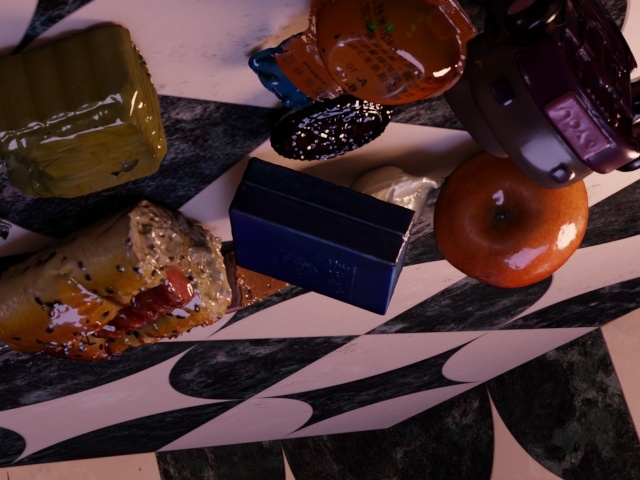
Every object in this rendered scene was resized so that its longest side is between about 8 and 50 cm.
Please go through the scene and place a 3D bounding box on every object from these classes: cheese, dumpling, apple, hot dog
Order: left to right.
[{"bbox_3d":[-0.378,0.094,2.175,0.365,0.196,0.367,-18,159,19],"label":"hot dog"},{"bbox_3d":[0.048,-0.241,1.624,0.329,0.129,0.217,-15,129,42],"label":"cheese"},{"bbox_3d":[0.135,-0.067,2.214,0.179,0.131,0.252,-32,162,17],"label":"dumpling"},{"bbox_3d":[0.329,-0.046,2.229,0.272,0.251,0.206,-7,167,15],"label":"apple"}]

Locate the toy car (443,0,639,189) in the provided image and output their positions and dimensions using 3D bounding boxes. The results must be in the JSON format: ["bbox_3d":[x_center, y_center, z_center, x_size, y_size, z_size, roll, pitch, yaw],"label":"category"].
[{"bbox_3d":[0.276,-0.198,1.660,0.240,0.340,0.271,-30,112,28],"label":"toy car"}]

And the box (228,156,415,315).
[{"bbox_3d":[0.000,0.000,2.101,0.279,0.116,0.261,18,159,6],"label":"box"}]

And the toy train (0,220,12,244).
[{"bbox_3d":[-0.568,0.017,2.011,0.208,0.047,0.043,-23,158,25],"label":"toy train"}]

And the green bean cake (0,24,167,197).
[{"bbox_3d":[-0.319,-0.148,1.617,0.233,0.124,0.236,-15,162,0],"label":"green bean cake"}]

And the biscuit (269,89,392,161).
[{"bbox_3d":[0.015,-0.177,1.910,0.195,0.053,0.194,-14,161,-5],"label":"biscuit"}]

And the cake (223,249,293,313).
[{"bbox_3d":[-0.127,0.074,2.497,0.116,0.112,0.295,-24,173,28],"label":"cake"}]
